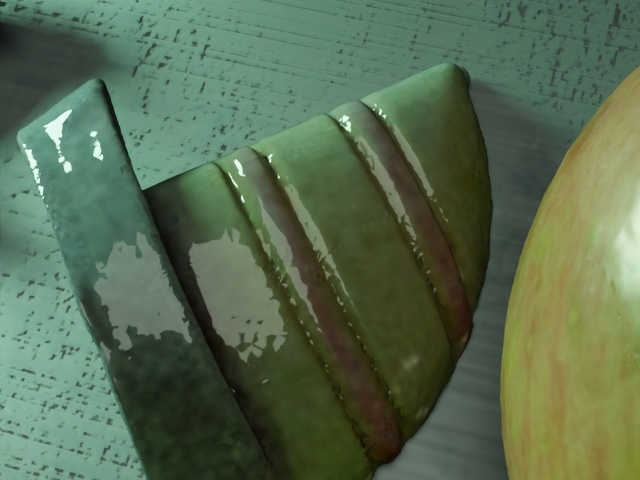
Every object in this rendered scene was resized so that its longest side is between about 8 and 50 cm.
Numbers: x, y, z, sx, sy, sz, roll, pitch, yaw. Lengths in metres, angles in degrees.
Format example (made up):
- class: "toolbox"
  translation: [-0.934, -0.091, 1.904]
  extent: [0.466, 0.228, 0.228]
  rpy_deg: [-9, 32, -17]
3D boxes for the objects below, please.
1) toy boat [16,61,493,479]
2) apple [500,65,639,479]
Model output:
- class: "toy boat"
  translation: [-0.023, 0.022, 0.620]
  extent: [0.294, 0.111, 0.276]
  rpy_deg: [-6, 76, -8]
- class: "apple"
  translation: [0.258, 0.069, 0.442]
  extent: [0.364, 0.364, 0.363]
  rpy_deg: [-2, 69, 5]
